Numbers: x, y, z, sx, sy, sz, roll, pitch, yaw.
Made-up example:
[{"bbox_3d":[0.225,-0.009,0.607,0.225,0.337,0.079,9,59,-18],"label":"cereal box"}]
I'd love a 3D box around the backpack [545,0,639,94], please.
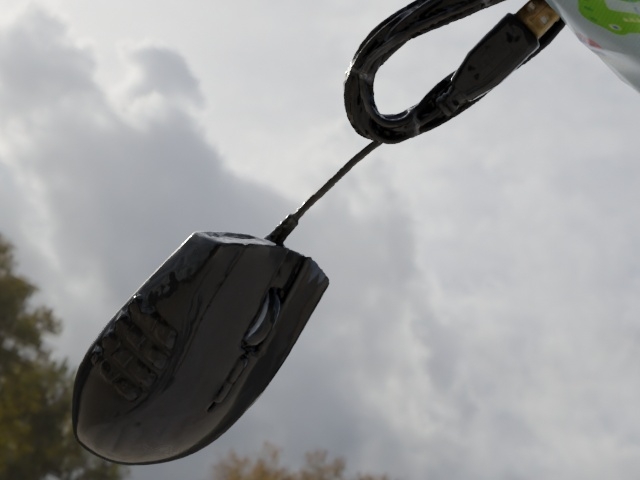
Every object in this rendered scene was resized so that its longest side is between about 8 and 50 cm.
[{"bbox_3d":[0.143,-0.157,0.355,0.273,0.290,0.355,9,-23,24],"label":"backpack"}]

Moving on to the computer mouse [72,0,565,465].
[{"bbox_3d":[0.000,0.000,0.494,0.071,0.041,0.242,24,-62,-42],"label":"computer mouse"}]
